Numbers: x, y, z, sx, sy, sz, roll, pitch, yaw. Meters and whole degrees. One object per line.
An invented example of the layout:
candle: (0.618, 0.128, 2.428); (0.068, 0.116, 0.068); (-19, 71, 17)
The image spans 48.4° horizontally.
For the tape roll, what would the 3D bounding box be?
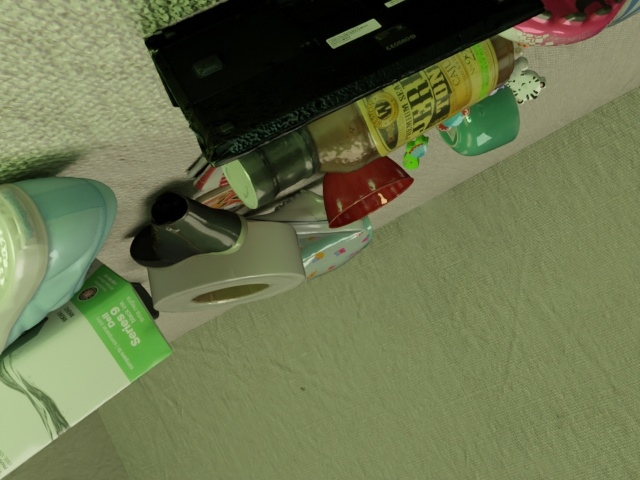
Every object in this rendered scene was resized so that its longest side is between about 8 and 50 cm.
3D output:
tape roll: (-0.172, 0.053, 1.314); (0.287, 0.100, 0.286); (-12, 167, -3)

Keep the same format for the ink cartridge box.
ink cartridge box: (-0.371, 0.156, 0.917); (0.289, 0.121, 0.211); (-37, -150, -22)

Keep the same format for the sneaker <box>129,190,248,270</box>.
sneaker: (-0.221, -0.020, 1.014); (0.222, 0.083, 0.118); (-13, 153, 35)

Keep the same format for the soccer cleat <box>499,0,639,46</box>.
soccer cleat: (0.274, -0.264, 0.802); (0.331, 0.116, 0.143); (-24, 172, -31)

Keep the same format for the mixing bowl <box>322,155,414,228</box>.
mixing bowl: (0.073, -0.109, 1.329); (0.182, 0.098, 0.181); (-28, 171, -5)

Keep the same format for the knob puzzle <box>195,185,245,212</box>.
knob puzzle: (-0.138, -0.062, 1.153); (0.213, 0.029, 0.213); (-27, 174, -3)

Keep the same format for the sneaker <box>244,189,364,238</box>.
sneaker: (-0.042, -0.053, 1.419); (0.258, 0.091, 0.094); (-4, 172, -16)

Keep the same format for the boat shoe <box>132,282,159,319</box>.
boat shoe: (-0.411, 0.151, 1.393); (0.103, 0.118, 0.320); (-32, -179, 3)

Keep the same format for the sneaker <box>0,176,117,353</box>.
sneaker: (-0.322, 0.046, 0.763); (0.150, 0.135, 0.366); (-20, 173, -45)

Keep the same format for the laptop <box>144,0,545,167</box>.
laptop: (0.000, -0.138, 0.561); (0.234, 0.264, 0.136); (-27, 138, -7)

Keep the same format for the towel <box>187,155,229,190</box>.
towel: (0.009, -0.159, 0.933); (0.329, 0.037, 0.237); (-22, 172, -40)

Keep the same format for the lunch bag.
lunch bag: (0.000, 0.000, 1.713); (0.224, 0.160, 0.262); (-26, 180, -9)

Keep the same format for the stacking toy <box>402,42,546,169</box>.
stacking toy: (0.201, -0.195, 0.952); (0.221, 0.052, 0.167); (-36, -159, 33)

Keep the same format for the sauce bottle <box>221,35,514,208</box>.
sauce bottle: (0.055, -0.142, 0.766); (0.345, 0.111, 0.111); (-33, 177, -19)

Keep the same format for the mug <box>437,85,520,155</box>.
mug: (0.239, -0.214, 1.143); (0.098, 0.157, 0.129); (-24, -162, -10)
